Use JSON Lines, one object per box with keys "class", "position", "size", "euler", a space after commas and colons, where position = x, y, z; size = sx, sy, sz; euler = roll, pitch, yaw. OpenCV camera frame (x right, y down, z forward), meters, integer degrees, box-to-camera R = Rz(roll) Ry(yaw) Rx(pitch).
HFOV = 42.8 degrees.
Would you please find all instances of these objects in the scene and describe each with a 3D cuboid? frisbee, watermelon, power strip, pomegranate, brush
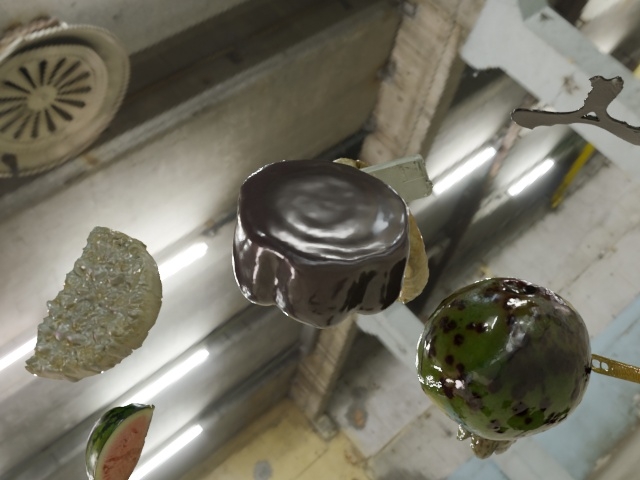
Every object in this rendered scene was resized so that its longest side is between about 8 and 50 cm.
{"class": "frisbee", "position": [0.367, -0.174, 1.081], "size": [0.187, 0.210, 0.012], "euler": [78, -154, -74]}
{"class": "watermelon", "position": [-0.325, 0.312, 1.244], "size": [0.087, 0.069, 0.163], "euler": [11, -76, -56]}
{"class": "power strip", "position": [0.112, -0.099, 1.498], "size": [0.192, 0.082, 0.035], "euler": [-14, 17, 24]}
{"class": "pomegranate", "position": [0.239, 0.194, 1.162], "size": [0.242, 0.242, 0.306], "euler": [-20, -34, -49]}
{"class": "brush", "position": [0.507, 0.212, 1.240], "size": [0.010, 0.218, 0.083], "euler": [-30, -61, -38]}

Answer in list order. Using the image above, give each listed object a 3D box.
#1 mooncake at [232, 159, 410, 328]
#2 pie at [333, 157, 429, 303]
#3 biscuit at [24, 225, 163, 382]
{"class": "mooncake", "position": [0.000, 0.000, 1.056], "size": [0.244, 0.244, 0.134], "euler": [-26, -45, -41]}
{"class": "pie", "position": [0.099, -0.014, 1.690], "size": [0.083, 0.339, 0.339], "euler": [-29, -24, -24]}
{"class": "biscuit", "position": [-0.364, 0.122, 1.385], "size": [0.084, 0.179, 0.281], "euler": [73, -143, -62]}
